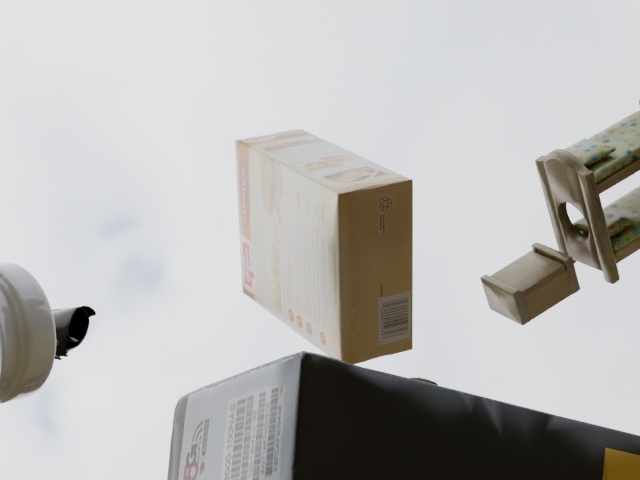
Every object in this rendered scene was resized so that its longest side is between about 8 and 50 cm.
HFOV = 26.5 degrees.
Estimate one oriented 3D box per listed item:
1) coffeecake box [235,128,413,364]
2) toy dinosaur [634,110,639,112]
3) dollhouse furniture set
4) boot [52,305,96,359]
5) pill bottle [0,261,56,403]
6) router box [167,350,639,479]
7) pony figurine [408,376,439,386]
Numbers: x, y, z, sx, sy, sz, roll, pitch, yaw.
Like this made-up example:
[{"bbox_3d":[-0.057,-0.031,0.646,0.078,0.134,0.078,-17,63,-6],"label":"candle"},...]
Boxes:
[{"bbox_3d":[0.000,0.000,1.108,0.068,0.185,0.142,-12,-68,-26],"label":"coffeecake box"},{"bbox_3d":[0.282,-0.161,1.116,0.090,0.047,0.082,-42,-66,-41],"label":"toy dinosaur"},{"bbox_3d":[0.222,-0.014,0.943,0.182,0.161,0.101,-30,-63,-20],"label":"dollhouse furniture set"},{"bbox_3d":[-0.368,0.151,1.655,0.137,0.198,0.077,-5,-42,26],"label":"boot"},{"bbox_3d":[-0.360,0.094,1.121,0.265,0.153,0.153,-10,-53,-49],"label":"pill bottle"},{"bbox_3d":[0.064,0.210,0.412,0.243,0.309,0.081,17,-25,-30],"label":"router box"},{"bbox_3d":[0.206,0.154,0.683,0.303,0.363,0.351,-24,-81,38],"label":"pony figurine"}]
